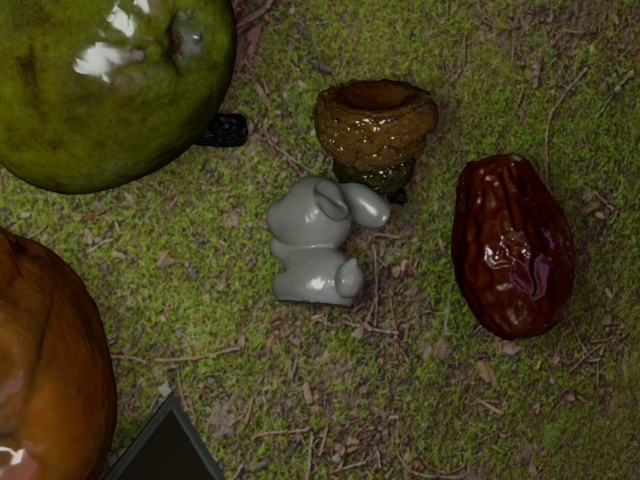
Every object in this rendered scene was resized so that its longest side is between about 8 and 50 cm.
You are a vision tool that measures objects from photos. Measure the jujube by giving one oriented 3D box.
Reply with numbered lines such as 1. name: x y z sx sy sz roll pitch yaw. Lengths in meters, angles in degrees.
1. jujube: 0.294 0.011 2.332 0.197 0.197 0.290 -7 84 -34

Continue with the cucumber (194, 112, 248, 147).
1. cucumber: -0.188 -0.160 2.057 0.187 0.058 0.058 8 91 -34

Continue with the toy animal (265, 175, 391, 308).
1. toy animal: 0.005 0.006 2.133 0.127 0.178 0.193 9 92 -37

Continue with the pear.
1. pear: -0.271 -0.227 1.777 0.352 0.413 0.351 -3 94 -38

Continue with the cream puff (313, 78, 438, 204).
1. cream puff: 0.083 -0.134 2.181 0.183 0.183 0.169 -18 121 -32

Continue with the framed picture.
1. framed picture: -0.227 0.389 2.050 0.293 0.018 0.231 -52 122 -45

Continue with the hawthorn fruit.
1. hawthorn fruit: -0.440 0.163 1.694 0.472 0.472 0.471 -4 98 -34
